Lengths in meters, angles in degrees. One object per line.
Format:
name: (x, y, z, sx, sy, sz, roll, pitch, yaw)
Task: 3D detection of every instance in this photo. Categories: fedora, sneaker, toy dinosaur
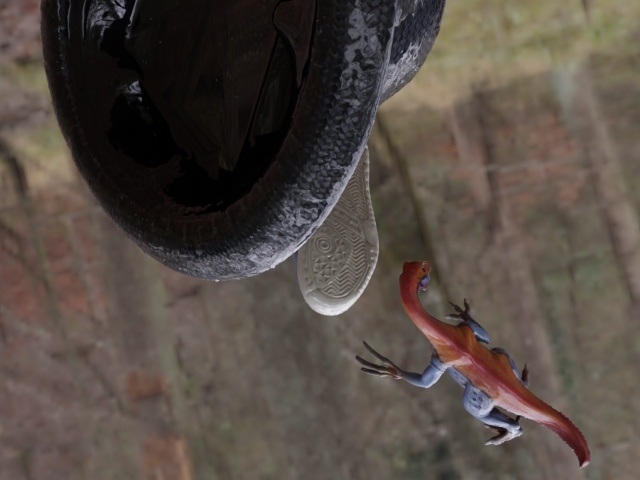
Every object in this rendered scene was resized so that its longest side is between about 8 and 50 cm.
fedora: (-0.027, -0.142, 1.005, 0.152, 0.334, 0.334, -12, -179, -40)
sneaker: (0.001, 0.000, 1.207, 0.058, 0.152, 0.084, 10, 146, -16)
toy dinosaur: (0.062, 0.042, 0.667, 0.090, 0.082, 0.047, 12, -118, 36)
